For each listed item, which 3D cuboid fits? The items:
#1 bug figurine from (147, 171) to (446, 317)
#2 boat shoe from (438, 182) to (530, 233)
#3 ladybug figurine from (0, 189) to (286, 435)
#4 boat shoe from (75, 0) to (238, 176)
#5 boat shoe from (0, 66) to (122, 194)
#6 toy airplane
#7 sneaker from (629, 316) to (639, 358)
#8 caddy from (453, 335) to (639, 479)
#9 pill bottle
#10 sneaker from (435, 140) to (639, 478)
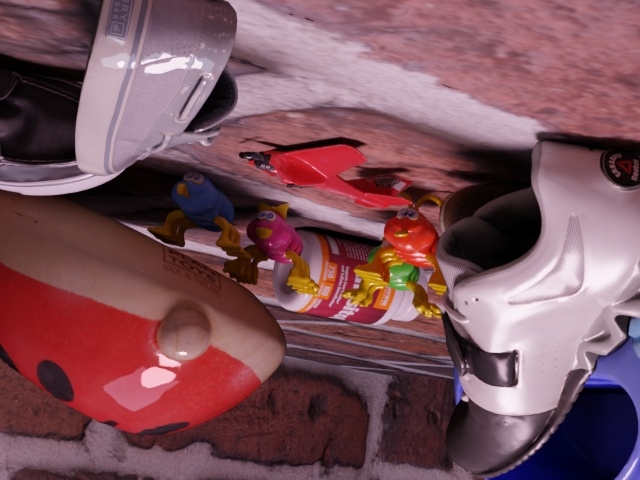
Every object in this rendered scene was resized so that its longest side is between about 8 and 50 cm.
[{"bbox_3d":[0.000,0.000,1.194,0.279,0.072,0.216,10,166,15],"label":"bug figurine"},{"bbox_3d":[0.170,-0.007,1.066,0.190,0.068,0.072,12,-174,-23],"label":"boat shoe"},{"bbox_3d":[-0.197,0.071,1.260,0.305,0.162,0.449,29,175,-19],"label":"ladybug figurine"},{"bbox_3d":[-0.086,-0.078,0.728,0.081,0.079,0.227,13,168,-8],"label":"boat shoe"},{"bbox_3d":[-0.233,-0.084,0.853,0.229,0.080,0.076,14,174,4],"label":"boat shoe"},{"bbox_3d":[0.006,-0.048,1.029,0.151,0.028,0.151,8,173,1],"label":"toy airplane"},{"bbox_3d":[0.367,0.031,0.991,0.319,0.208,0.127,-28,174,-16],"label":"sneaker"},{"bbox_3d":[0.237,0.117,1.238,0.179,0.241,0.341,4,173,-23],"label":"caddy"},{"bbox_3d":[0.033,0.042,1.414,0.152,0.086,0.086,11,171,-30],"label":"pill bottle"},{"bbox_3d":[0.139,0.046,0.980,0.146,0.122,0.330,21,132,-5],"label":"sneaker"}]
